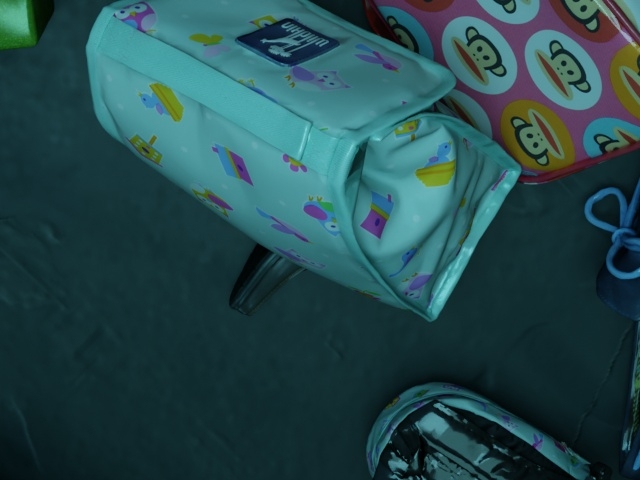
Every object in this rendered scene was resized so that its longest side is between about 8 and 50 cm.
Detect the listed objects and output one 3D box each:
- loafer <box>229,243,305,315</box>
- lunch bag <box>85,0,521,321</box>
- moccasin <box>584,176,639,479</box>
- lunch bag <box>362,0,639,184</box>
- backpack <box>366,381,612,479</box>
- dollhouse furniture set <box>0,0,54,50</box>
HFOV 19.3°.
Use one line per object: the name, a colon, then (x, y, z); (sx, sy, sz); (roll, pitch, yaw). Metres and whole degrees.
loafer: (0.000, 0.000, 1.427); (0.061, 0.062, 0.170); (41, 102, -15)
lunch bag: (-0.013, -0.074, 1.263); (0.223, 0.262, 0.160); (30, 90, 26)
moccasin: (0.261, 0.037, 1.400); (0.116, 0.138, 0.342); (-5, 104, 5)
lunch bag: (0.126, -0.182, 1.304); (0.120, 0.258, 0.293); (-41, 100, -33)
backpack: (0.118, 0.192, 1.450); (0.182, 0.115, 0.152); (36, 90, -8)
dollhouse furniture set: (-0.149, -0.250, 1.312); (0.301, 0.151, 0.198); (-7, 105, 1)
